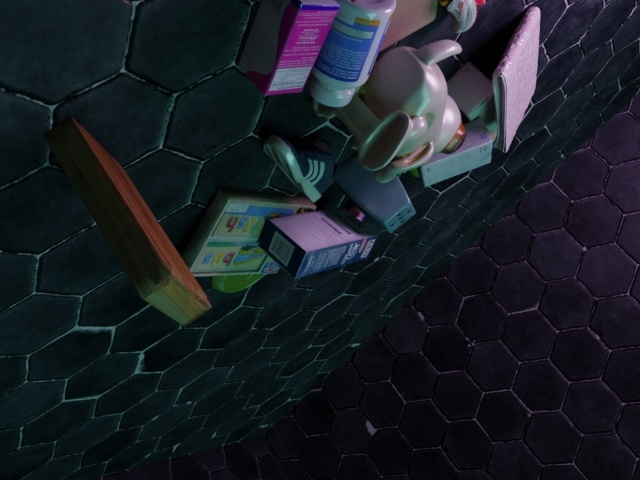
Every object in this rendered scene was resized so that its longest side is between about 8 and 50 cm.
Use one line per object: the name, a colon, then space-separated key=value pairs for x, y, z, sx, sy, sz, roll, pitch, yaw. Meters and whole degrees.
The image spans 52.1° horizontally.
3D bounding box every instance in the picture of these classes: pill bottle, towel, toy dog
pill bottle: x=0.055 y=-0.438 z=1.462 sx=0.152 sy=0.152 sz=0.272 roll=-22 pitch=152 yaw=-33
towel: x=0.598 y=-0.490 z=2.005 sx=0.331 sy=0.054 sz=0.317 roll=-60 pitch=151 yaw=-29
toy dog: x=0.230 y=-0.347 z=1.746 sx=0.395 sy=0.284 sz=0.408 roll=-53 pitch=154 yaw=13

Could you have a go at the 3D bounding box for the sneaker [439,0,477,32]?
sneaker: x=0.338 y=-0.611 z=1.652 sx=0.093 sy=0.088 sz=0.225 roll=-25 pitch=151 yaw=-1

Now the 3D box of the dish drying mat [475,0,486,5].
dish drying mat: x=0.422 y=-0.649 z=1.773 sx=0.083 sy=0.008 sz=0.032 roll=-21 pitch=152 yaw=-34

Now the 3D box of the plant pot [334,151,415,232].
plant pot: x=0.182 y=-0.151 z=2.053 sx=0.166 sy=0.234 sz=0.165 roll=-40 pitch=156 yaw=2

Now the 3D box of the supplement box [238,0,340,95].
supplement box: x=-0.070 y=-0.424 z=1.359 sx=0.114 sy=0.111 sz=0.220 roll=-16 pitch=149 yaw=-41

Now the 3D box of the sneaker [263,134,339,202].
sneaker: x=-0.038 y=-0.228 z=1.762 sx=0.148 sy=0.131 sz=0.350 roll=-45 pitch=162 yaw=0

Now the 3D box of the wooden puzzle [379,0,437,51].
wooden puzzle: x=0.193 y=-0.564 z=1.571 sx=0.221 sy=0.044 sz=0.238 roll=-32 pitch=160 yaw=-12

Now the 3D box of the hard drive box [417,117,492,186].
hard drive box: x=0.418 y=-0.275 z=2.078 sx=0.232 sy=0.089 sz=0.181 roll=-21 pitch=161 yaw=5

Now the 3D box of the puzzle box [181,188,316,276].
puzzle box: x=-0.207 y=-0.014 z=1.929 sx=0.409 sy=0.052 sz=0.272 roll=0 pitch=128 yaw=-55

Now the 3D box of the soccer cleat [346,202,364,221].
soccer cleat: x=0.137 y=-0.112 z=2.260 sx=0.095 sy=0.083 sz=0.248 roll=-20 pitch=149 yaw=-44

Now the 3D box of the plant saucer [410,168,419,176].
plant saucer: x=0.395 y=-0.303 z=2.314 sx=0.188 sy=0.045 sz=0.188 roll=-41 pitch=156 yaw=7

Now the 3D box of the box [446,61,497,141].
box: x=0.508 y=-0.432 z=2.119 sx=0.121 sy=0.148 sz=0.311 roll=-42 pitch=155 yaw=10

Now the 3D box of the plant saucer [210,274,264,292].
plant saucer: x=-0.245 y=0.097 z=2.146 sx=0.241 sy=0.037 sz=0.241 roll=-31 pitch=155 yaw=-16

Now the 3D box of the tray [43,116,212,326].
tray: x=-0.368 y=-0.037 z=1.263 sx=0.076 sy=0.411 sz=0.203 roll=-37 pitch=156 yaw=-5

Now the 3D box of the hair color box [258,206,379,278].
hair color box: x=0.000 y=0.000 z=1.995 sx=0.347 sy=0.174 sz=0.105 roll=-13 pitch=135 yaw=-48
